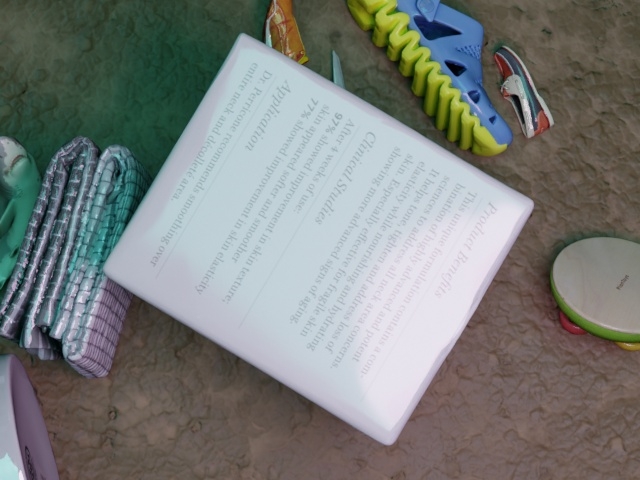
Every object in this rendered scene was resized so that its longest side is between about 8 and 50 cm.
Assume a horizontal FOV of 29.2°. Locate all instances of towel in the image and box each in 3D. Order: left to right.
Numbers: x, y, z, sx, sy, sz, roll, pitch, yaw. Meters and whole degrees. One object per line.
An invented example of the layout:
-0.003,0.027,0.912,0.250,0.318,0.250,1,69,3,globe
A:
-0.305,0.025,1.580,0.121,0.235,0.283,15,80,3,towel

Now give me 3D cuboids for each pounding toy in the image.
0.415,0.087,1.676,0.237,0.110,0.183,-17,47,-25,pounding toy

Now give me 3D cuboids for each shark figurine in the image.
-0.444,-0.012,1.663,0.116,0.166,0.278,27,99,26,shark figurine

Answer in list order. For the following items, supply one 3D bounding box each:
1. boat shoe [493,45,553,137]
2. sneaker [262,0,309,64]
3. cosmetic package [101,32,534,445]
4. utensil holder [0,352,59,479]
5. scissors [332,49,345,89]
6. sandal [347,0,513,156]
0.280,-0.211,1.745,0.043,0.049,0.137,-29,88,-5,boat shoe
-0.049,-0.278,1.732,0.067,0.064,0.175,2,92,-6,sneaker
0.000,0.000,1.533,0.394,0.327,0.329,32,90,2,cosmetic package
-0.523,0.325,1.476,0.385,0.327,0.327,-15,82,-7,utensil holder
0.032,-0.118,1.727,0.109,0.021,0.297,-22,84,-4,scissors
0.176,-0.262,1.711,0.138,0.126,0.317,-33,86,-12,sandal
